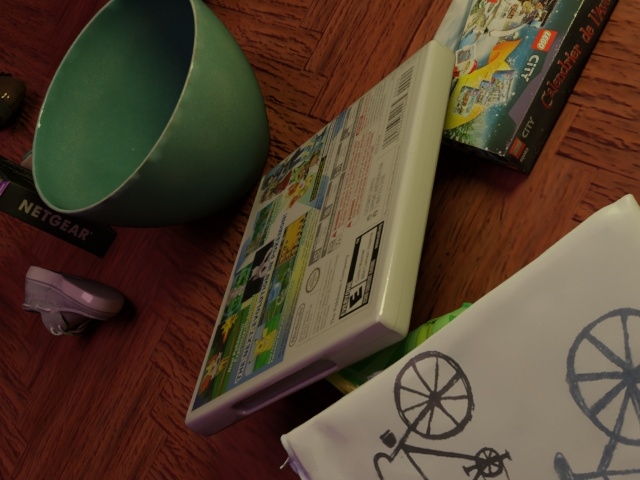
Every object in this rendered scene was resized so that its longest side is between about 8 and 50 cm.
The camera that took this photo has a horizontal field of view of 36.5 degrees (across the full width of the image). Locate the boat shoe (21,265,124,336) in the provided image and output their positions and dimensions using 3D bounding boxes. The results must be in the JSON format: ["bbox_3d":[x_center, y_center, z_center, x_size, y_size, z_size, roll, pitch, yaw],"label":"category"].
[{"bbox_3d":[-0.332,0.088,1.289,0.227,0.079,0.081,11,87,51],"label":"boat shoe"}]

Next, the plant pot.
[{"bbox_3d":[-0.173,-0.133,1.149,0.290,0.195,0.290,-22,55,36],"label":"plant pot"}]

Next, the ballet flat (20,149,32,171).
[{"bbox_3d":[-0.341,-0.127,1.403,0.248,0.086,0.086,-26,53,31],"label":"ballet flat"}]

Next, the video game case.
[{"bbox_3d":[0.000,0.000,0.924,0.300,0.036,0.329,-34,32,45],"label":"video game case"}]

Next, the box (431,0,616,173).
[{"bbox_3d":[0.184,-0.193,0.944,0.159,0.044,0.233,27,89,48],"label":"box"}]

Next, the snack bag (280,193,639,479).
[{"bbox_3d":[0.170,0.194,0.672,0.342,0.037,0.323,-38,72,21],"label":"snack bag"}]

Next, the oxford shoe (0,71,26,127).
[{"bbox_3d":[-0.574,-0.247,1.702,0.227,0.083,0.096,8,53,48],"label":"oxford shoe"}]

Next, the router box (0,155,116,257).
[{"bbox_3d":[-0.381,-0.053,1.323,0.046,0.179,0.133,-56,43,4],"label":"router box"}]

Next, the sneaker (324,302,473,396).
[{"bbox_3d":[0.114,0.114,0.826,0.295,0.109,0.124,11,67,41],"label":"sneaker"}]
